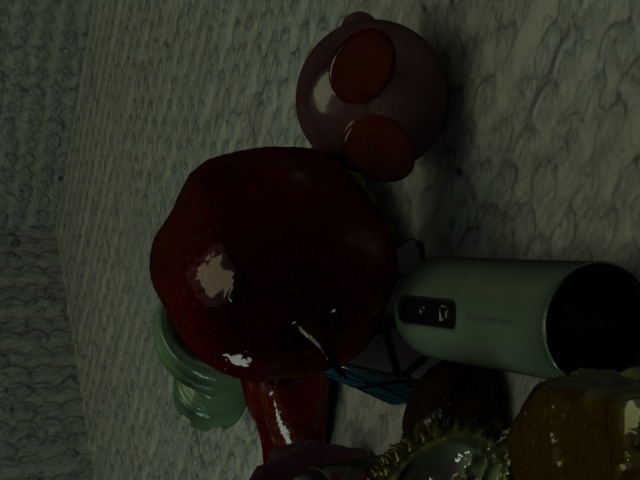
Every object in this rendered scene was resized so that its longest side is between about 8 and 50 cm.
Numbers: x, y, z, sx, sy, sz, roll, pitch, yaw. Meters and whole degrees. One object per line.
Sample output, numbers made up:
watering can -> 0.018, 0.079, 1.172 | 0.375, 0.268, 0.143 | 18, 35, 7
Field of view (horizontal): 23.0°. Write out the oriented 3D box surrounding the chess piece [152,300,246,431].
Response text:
chess piece -> -0.155, 0.177, 2.337 | 0.299, 0.194, 0.195 | 105, 156, -62

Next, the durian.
durian -> 0.130, 0.228, 1.480 | 0.237, 0.193, 0.138 | -55, 15, 32

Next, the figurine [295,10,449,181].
figurine -> 0.056, -0.154, 1.690 | 0.173, 0.173, 0.173 | 178, 90, -71

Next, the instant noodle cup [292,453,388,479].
instant noodle cup -> 0.062, 0.330, 1.676 | 0.258, 0.181, 0.302 | 109, 152, -44

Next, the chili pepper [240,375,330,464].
chili pepper -> -0.037, 0.252, 2.116 | 0.144, 0.136, 0.253 | 6, 114, 27

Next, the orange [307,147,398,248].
orange -> -0.006, -0.002, 1.885 | 0.179, 0.158, 0.237 | 112, 150, -46

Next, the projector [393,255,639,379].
projector -> 0.176, 0.068, 1.438 | 0.337, 0.108, 0.108 | -179, 88, -71

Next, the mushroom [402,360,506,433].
mushroom -> 0.135, 0.177, 1.604 | 0.127, 0.087, 0.127 | -49, 21, 26

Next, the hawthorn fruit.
hawthorn fruit -> -0.033, 0.049, 1.601 | 0.300, 0.254, 0.254 | 57, 145, 42

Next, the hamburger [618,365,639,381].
hamburger -> 0.246, 0.210, 1.211 | 0.189, 0.122, 0.215 | 138, 116, -67

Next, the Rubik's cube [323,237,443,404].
Rubik's cube -> 0.037, 0.091, 1.751 | 0.211, 0.178, 0.191 | 146, 124, -67

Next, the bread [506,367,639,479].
bread -> 0.268, 0.203, 0.995 | 0.250, 0.224, 0.279 | 155, 101, -76

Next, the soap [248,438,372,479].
soap -> -0.047, 0.440, 1.940 | 0.233, 0.128, 0.360 | -49, -29, -59
